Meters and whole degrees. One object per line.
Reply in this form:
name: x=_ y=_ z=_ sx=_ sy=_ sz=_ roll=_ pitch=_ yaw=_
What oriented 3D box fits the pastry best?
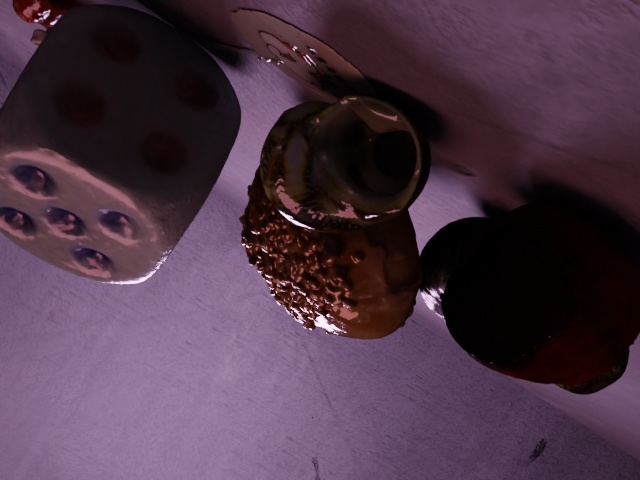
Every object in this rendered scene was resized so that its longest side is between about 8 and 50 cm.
pastry: x=0.000 y=0.000 z=1.164 sx=0.315 sy=0.184 sz=0.285 roll=-139 pitch=31 yaw=-63

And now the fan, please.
fan: x=-0.056 y=-0.205 z=1.013 sx=0.190 sy=0.009 sz=0.329 roll=36 pitch=173 yaw=-41

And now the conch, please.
conch: x=0.026 y=-0.091 z=0.954 sx=0.181 sy=0.187 sz=0.124 roll=32 pitch=-147 yaw=7

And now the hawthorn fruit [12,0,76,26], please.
hawthorn fruit: x=-0.373 y=-0.332 z=1.218 sx=0.093 sy=0.093 sz=0.093 roll=31 pitch=174 yaw=3

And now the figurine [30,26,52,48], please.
figurine: x=-0.353 y=-0.263 z=1.400 sx=0.236 sy=0.141 sz=0.162 roll=31 pitch=179 yaw=4

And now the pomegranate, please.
pomegranate: x=0.373 y=0.136 z=1.271 sx=0.125 sy=0.163 sz=0.138 roll=-10 pitch=-144 yaw=-30

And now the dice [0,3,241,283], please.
dice: x=-0.275 y=-0.122 z=1.174 sx=0.262 sy=0.268 sz=0.264 roll=29 pitch=143 yaw=-16

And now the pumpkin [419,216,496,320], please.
pumpkin: x=0.220 y=0.062 z=1.134 sx=0.211 sy=0.152 sz=0.211 roll=25 pitch=170 yaw=5

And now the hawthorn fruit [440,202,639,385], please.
hawthorn fruit: x=0.251 y=0.064 z=0.926 sx=0.251 sy=0.190 sz=0.189 roll=19 pitch=180 yaw=-24
